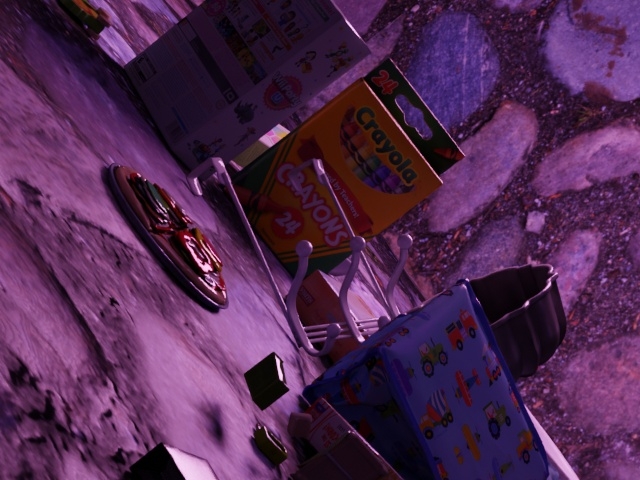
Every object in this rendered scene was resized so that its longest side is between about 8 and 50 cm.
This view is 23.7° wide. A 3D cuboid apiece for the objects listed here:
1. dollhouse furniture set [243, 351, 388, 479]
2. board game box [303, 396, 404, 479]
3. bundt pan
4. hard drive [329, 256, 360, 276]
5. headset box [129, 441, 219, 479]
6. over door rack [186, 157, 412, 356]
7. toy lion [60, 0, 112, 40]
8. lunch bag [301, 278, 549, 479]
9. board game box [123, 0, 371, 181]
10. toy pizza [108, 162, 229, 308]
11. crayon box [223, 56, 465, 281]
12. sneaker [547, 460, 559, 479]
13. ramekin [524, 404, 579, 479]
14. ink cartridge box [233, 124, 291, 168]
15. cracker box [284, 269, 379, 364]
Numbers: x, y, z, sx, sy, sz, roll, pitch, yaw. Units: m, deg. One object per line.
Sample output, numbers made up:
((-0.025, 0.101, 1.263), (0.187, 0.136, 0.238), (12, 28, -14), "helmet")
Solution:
((-0.012, 0.180, 1.426), (0.152, 0.076, 0.058), (49, 7, -21), "dollhouse furniture set")
((0.069, 0.261, 1.573), (0.193, 0.045, 0.147), (49, -5, -27), "board game box")
((0.247, 0.163, 2.423), (0.331, 0.331, 0.124), (-93, 157, -80), "bundt pan")
((-0.035, -0.036, 2.623), (0.172, 0.054, 0.254), (56, 8, 34), "hard drive")
((-0.089, 0.180, 1.058), (0.062, 0.032, 0.083), (55, 8, 27), "headset box")
((0.000, 0.000, 2.033), (0.239, 0.108, 0.324), (-3, 51, -51), "over door rack")
((-0.345, -0.335, 2.184), (0.096, 0.034, 0.100), (42, 8, -17), "toy lion")
((0.155, 0.228, 1.778), (0.293, 0.138, 0.221), (57, 39, 0), "lunch bag")
((-0.110, -0.260, 2.183), (0.097, 0.303, 0.224), (45, 9, -48), "board game box")
((-0.157, -0.010, 1.658), (0.201, 0.032, 0.201), (51, 6, -8), "toy pizza")
((0.038, -0.102, 2.295), (0.202, 0.318, 0.081), (51, 6, -9), "crayon box")
((0.215, 0.297, 1.940), (0.366, 0.150, 0.135), (62, -37, 13), "sneaker")
((0.307, 0.351, 2.531), (0.277, 0.135, 0.277), (52, 5, -7), "ramekin")
((-0.078, -0.142, 2.510), (0.209, 0.062, 0.109), (34, 24, -7), "ink cartridge box")
((0.048, 0.138, 2.170), (0.156, 0.067, 0.232), (53, 5, 20), "cracker box")
